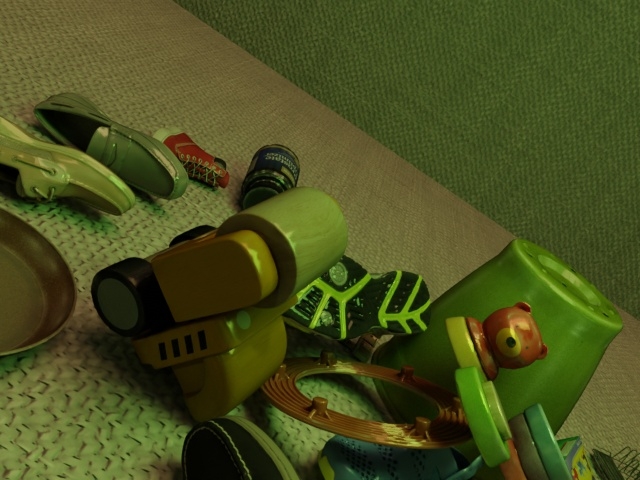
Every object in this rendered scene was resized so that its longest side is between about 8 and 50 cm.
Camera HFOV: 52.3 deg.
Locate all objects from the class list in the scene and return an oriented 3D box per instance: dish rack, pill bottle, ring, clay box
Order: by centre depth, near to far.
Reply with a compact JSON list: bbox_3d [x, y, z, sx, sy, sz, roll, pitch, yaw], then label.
[{"bbox_3d":[0.072,0.225,0.981,0.337,0.032,0.336,10,5,-1],"label":"ring"},{"bbox_3d":[0.441,0.458,1.094,0.127,0.053,0.222,-8,76,-58],"label":"clay box"},{"bbox_3d":[0.732,0.548,1.433,0.271,0.074,0.208,27,22,-20],"label":"dish rack"},{"bbox_3d":[-0.117,-0.129,1.514,0.123,0.123,0.219,30,28,-13],"label":"pill bottle"}]

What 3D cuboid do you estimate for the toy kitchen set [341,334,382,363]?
[{"bbox_3d":[0.084,0.175,1.248,0.068,0.075,0.083,36,17,4],"label":"toy kitchen set"}]

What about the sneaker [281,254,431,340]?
[{"bbox_3d":[0.023,0.106,1.091,0.385,0.147,0.145,19,66,-42],"label":"sneaker"}]

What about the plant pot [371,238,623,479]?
[{"bbox_3d":[0.345,0.200,1.205,0.366,0.353,0.366,30,22,-14],"label":"plant pot"}]

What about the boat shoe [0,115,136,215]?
[{"bbox_3d":[-0.448,-0.104,1.038,0.302,0.109,0.098,28,62,-19],"label":"boat shoe"}]

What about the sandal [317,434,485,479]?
[{"bbox_3d":[0.132,0.313,0.955,0.317,0.138,0.126,12,33,-42],"label":"sandal"}]

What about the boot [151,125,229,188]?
[{"bbox_3d":[-0.283,-0.162,1.403,0.176,0.088,0.244,35,18,-6],"label":"boot"}]

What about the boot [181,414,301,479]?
[{"bbox_3d":[-0.136,0.311,0.577,0.284,0.138,0.377,17,33,-38],"label":"boot"}]

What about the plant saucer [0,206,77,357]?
[{"bbox_3d":[-0.453,0.039,0.781,0.311,0.050,0.310,31,22,-14],"label":"plant saucer"}]

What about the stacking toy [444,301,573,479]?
[{"bbox_3d":[0.295,0.255,0.929,0.279,0.130,0.309,-44,111,-76],"label":"stacking toy"}]

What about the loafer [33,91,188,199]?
[{"bbox_3d":[-0.397,-0.172,1.234,0.319,0.112,0.111,31,26,9],"label":"loafer"}]

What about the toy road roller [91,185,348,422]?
[{"bbox_3d":[-0.104,0.091,0.846,0.202,0.329,0.240,-33,102,-55],"label":"toy road roller"}]
